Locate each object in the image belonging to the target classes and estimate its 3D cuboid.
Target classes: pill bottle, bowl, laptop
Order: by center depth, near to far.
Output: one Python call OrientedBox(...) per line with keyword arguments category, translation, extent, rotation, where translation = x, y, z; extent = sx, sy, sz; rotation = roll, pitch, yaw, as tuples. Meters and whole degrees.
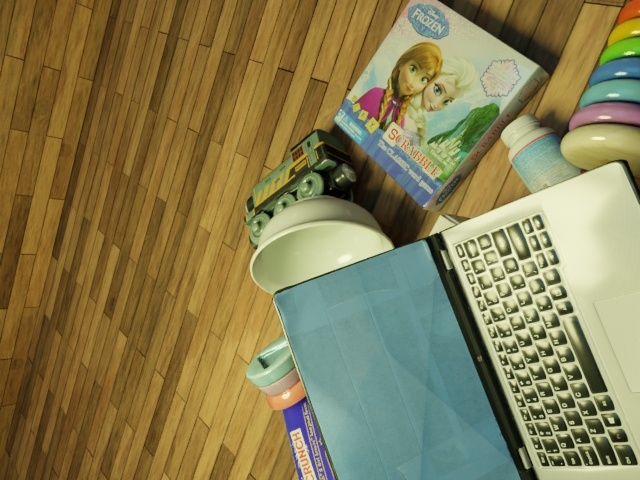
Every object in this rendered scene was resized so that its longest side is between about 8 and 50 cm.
OrientedBox(category="laptop", translation=(0.206, 0.165, 0.611), extent=(0.407, 0.236, 0.382), rotation=(-26, 82, 43))
OrientedBox(category="pill bottle", translation=(0.376, -0.132, 0.845), extent=(0.087, 0.087, 0.160), rotation=(-39, 64, 31))
OrientedBox(category="bowl", translation=(0.000, 0.000, 1.042), extent=(0.297, 0.297, 0.134), rotation=(-32, 49, 33))

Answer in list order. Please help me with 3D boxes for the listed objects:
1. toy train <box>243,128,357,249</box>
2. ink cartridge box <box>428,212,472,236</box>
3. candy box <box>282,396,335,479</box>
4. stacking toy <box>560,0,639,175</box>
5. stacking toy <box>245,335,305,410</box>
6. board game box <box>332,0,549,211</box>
OrientedBox(category="toy train", translation=(-0.056, -0.107, 1.176), extent=(0.333, 0.142, 0.190), rotation=(-34, 55, 35))
OrientedBox(category="ink cartridge box", translation=(0.233, 0.083, 0.894), extent=(0.100, 0.171, 0.237), rotation=(37, 110, 34))
OrientedBox(category="candy box", translation=(0.094, 0.376, 0.967), extent=(0.317, 0.122, 0.269), rotation=(-27, 70, 29))
OrientedBox(category="stacking toy", translation=(0.468, -0.270, 0.740), extent=(0.141, 0.141, 0.331), rotation=(13, 84, 39))
OrientedBox(category="stacking toy", translation=(0.004, 0.184, 0.992), extent=(0.308, 0.279, 0.130), rotation=(-26, 103, 36))
OrientedBox(category="board game box", translation=(0.214, -0.279, 0.999), extent=(0.319, 0.065, 0.318), rotation=(49, 117, 30))
